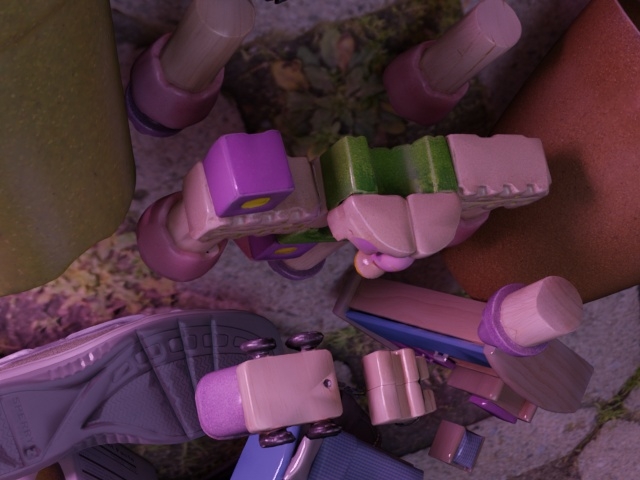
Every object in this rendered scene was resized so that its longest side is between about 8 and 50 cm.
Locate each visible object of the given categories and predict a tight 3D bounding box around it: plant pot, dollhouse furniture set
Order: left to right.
[{"bbox_3d":[-0.229,-0.107,0.606,0.276,0.276,0.254,-19,139,-9],"label":"plant pot"},{"bbox_3d":[0.102,0.223,0.908,0.286,0.198,0.303,34,76,-37],"label":"dollhouse furniture set"},{"bbox_3d":[0.230,-0.047,0.858,0.237,0.237,0.254,26,124,-34],"label":"plant pot"}]

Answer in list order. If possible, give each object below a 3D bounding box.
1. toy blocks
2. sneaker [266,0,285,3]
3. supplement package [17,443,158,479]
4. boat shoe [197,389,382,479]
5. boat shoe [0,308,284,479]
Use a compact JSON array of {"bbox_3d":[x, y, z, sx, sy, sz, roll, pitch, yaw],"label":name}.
[{"bbox_3d":[0.000,0.000,0.760,0.289,0.309,0.260,-3,164,-28],"label":"toy blocks"},{"bbox_3d":[-0.049,-0.265,0.610,0.086,0.085,0.237,-24,99,-24],"label":"sneaker"},{"bbox_3d":[-0.215,0.298,0.883,0.139,0.244,0.134,-40,129,7],"label":"supplement package"},{"bbox_3d":[-0.094,0.259,1.004,0.335,0.112,0.095,-27,112,-9],"label":"boat shoe"},{"bbox_3d":[-0.191,0.126,0.878,0.320,0.103,0.118,-17,109,-18],"label":"boat shoe"}]
